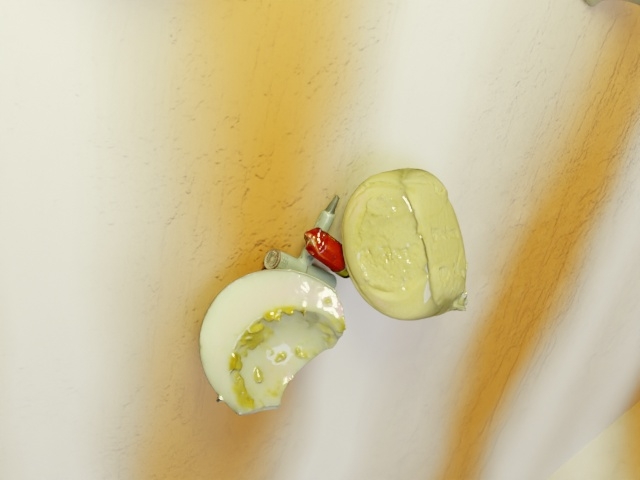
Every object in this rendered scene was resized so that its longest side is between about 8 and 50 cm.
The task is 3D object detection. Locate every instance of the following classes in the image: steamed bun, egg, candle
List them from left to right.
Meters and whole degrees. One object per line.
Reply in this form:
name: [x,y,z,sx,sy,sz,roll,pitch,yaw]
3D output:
egg: [-0.092,0.163,1.474,0.271,0.206,0.162,-48,172,-2]
candle: [0.014,0.019,1.458,0.052,0.052,0.131,-46,132,8]
steamed bun: [0.146,0.014,1.461,0.166,0.273,0.232,-14,-178,28]

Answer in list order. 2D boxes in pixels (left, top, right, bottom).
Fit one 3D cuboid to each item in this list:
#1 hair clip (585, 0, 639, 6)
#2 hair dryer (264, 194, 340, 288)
hair clip: [0.464,-0.489,1.322,0.113,0.172,0.282,-22,123,-26]
hair dryer: [0.006,0.001,1.498,0.155,0.044,0.183,27,104,-44]
